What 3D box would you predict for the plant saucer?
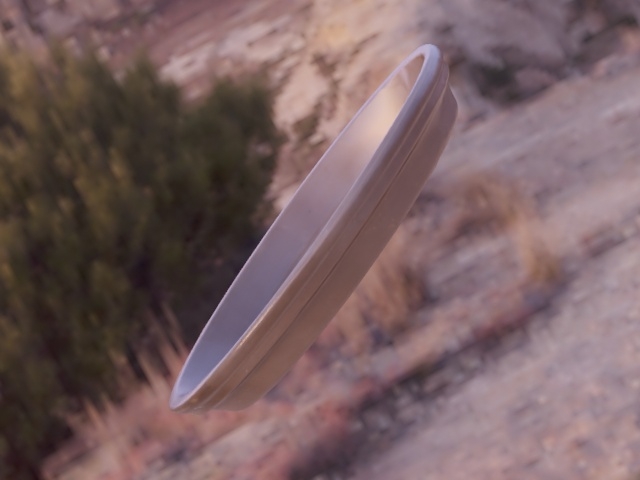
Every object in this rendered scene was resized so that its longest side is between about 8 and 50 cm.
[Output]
[{"bbox_3d":[0.000,0.000,1.146,0.278,0.041,0.278,-52,7,9],"label":"plant saucer"}]
